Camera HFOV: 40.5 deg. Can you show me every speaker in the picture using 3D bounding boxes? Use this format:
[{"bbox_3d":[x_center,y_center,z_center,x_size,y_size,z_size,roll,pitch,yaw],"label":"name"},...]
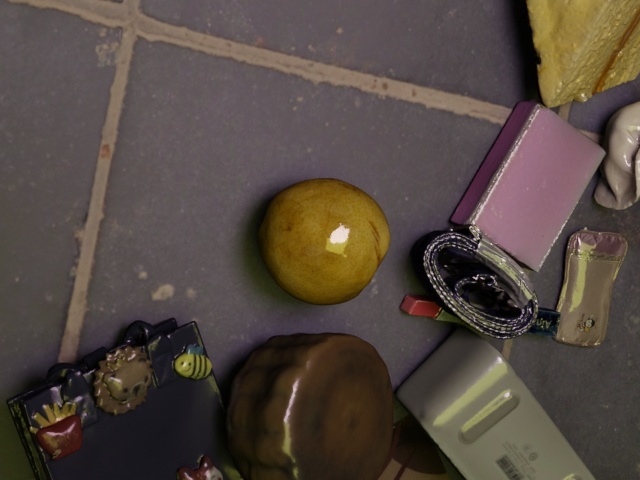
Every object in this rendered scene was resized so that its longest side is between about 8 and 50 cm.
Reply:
[{"bbox_3d":[0.323,0.366,1.579,0.184,0.183,0.406,-40,111,-4],"label":"speaker"}]

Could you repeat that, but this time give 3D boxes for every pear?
[{"bbox_3d":[0.000,0.000,1.382,0.208,0.209,0.209,-4,101,-19],"label":"pear"}]

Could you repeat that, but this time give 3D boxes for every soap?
[{"bbox_3d":[0.373,-0.098,1.558,0.181,0.081,0.259,30,88,-21],"label":"soap"}]

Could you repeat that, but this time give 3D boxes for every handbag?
[{"bbox_3d":[-0.283,0.306,1.330,0.303,0.121,0.330,-25,106,-37],"label":"handbag"}]

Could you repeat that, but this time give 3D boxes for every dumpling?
[{"bbox_3d":[0.578,-0.172,1.575,0.132,0.162,0.250,19,103,-7],"label":"dumpling"}]

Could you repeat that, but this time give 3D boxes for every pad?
[{"bbox_3d":[0.085,0.481,1.606,0.330,0.004,0.220,-29,108,-13],"label":"pad"}]

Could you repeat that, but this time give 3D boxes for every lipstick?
[{"bbox_3d":[0.295,0.133,1.591,0.312,0.051,0.051,9,97,-20],"label":"lipstick"}]

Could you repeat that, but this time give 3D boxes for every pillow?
[{"bbox_3d":[0.515,0.092,1.668,0.130,0.038,0.233,6,100,-18],"label":"pillow"}]

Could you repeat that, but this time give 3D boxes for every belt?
[{"bbox_3d":[0.266,0.071,1.505,0.230,0.126,0.140,39,88,-5],"label":"belt"}]

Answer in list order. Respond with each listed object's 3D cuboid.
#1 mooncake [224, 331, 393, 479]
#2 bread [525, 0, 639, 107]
[{"bbox_3d":[-0.017,0.292,1.403,0.290,0.161,0.291,5,83,-48],"label":"mooncake"},{"bbox_3d":[0.456,-0.371,1.506,0.263,0.198,0.236,-21,138,-35],"label":"bread"}]
